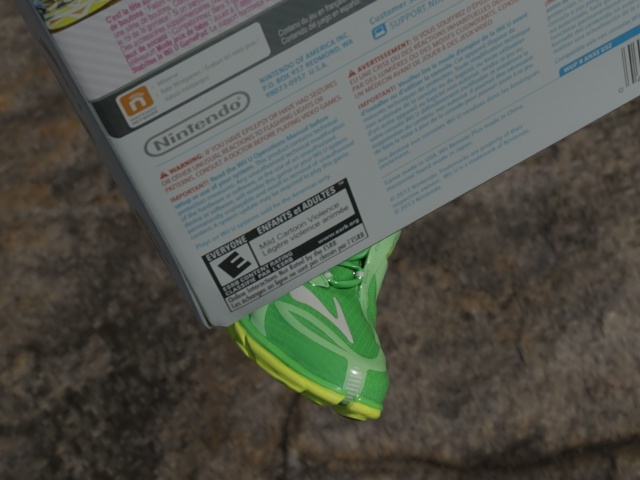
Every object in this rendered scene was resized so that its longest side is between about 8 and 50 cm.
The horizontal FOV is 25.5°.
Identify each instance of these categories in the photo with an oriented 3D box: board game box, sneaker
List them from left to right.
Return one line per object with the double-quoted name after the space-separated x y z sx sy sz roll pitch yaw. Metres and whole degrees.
-0.001 -0.137 0.417 0.224 0.303 0.097 -29 50 -7 "board game box"
0.000 0.000 0.979 0.123 0.109 0.295 -50 30 28 "sneaker"
